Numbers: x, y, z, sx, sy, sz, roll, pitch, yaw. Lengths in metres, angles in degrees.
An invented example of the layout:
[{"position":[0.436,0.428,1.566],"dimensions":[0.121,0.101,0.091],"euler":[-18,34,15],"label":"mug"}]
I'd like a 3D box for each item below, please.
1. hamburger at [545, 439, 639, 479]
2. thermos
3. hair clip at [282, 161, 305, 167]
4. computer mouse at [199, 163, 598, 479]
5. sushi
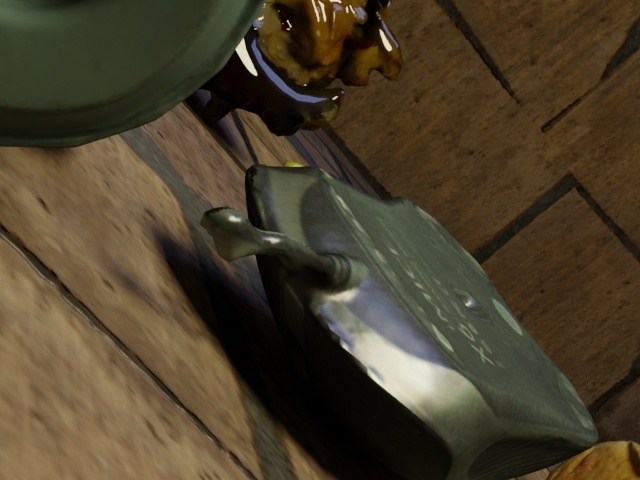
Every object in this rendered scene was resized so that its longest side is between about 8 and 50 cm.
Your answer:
[{"position":[0.239,0.224,1.060],"dimensions":[0.124,0.131,0.262],"euler":[49,10,-15],"label":"hamburger"},{"position":[-0.098,-0.119,0.555],"dimensions":[0.286,0.145,0.182],"euler":[-118,-161,-72],"label":"thermos"},{"position":[0.000,0.000,1.025],"dimensions":[0.072,0.046,0.173],"euler":[44,6,-33],"label":"hair clip"},{"position":[0.022,0.044,0.697],"dimensions":[0.167,0.090,0.379],"euler":[54,11,25],"label":"computer mouse"},{"position":[-0.050,-0.199,1.198],"dimensions":[0.204,0.200,0.213],"euler":[57,8,-23],"label":"sushi"}]
